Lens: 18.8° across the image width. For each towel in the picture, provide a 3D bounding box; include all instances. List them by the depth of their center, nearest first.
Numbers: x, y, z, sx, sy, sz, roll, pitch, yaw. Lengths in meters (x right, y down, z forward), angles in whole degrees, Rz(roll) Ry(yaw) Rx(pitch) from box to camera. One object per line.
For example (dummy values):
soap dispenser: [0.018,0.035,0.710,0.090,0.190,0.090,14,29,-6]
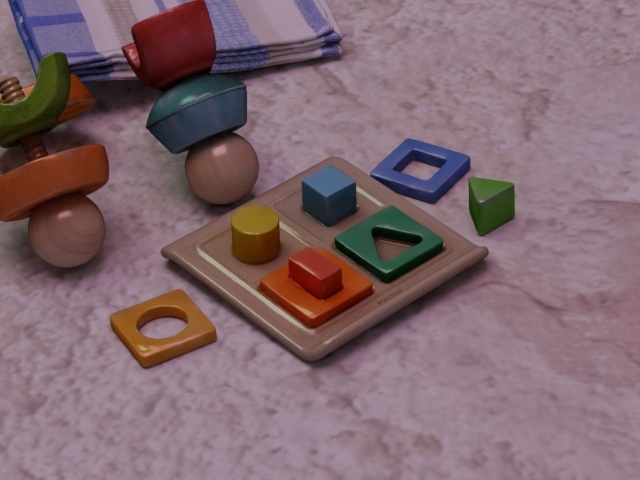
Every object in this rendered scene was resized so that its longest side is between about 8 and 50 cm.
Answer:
towel: [-0.140,-0.223,1.762,0.285,0.034,0.209,-9,47,-19]

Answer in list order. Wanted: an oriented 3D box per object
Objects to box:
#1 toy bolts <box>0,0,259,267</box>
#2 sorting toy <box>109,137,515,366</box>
toy bolts: [-0.165,-0.074,1.573,0.228,0.158,0.218,-23,-2,-8]
sorting toy: [0.000,0.000,1.480,0.348,0.047,0.196,-30,43,-30]
